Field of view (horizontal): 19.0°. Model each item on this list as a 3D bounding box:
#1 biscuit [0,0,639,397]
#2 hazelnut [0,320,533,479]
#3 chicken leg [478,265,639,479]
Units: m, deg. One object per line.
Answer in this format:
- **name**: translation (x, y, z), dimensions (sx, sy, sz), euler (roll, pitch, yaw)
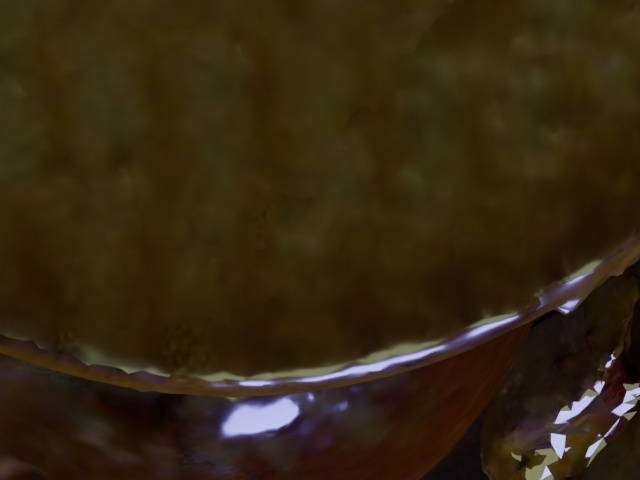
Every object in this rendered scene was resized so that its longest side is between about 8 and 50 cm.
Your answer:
- **biscuit**: translation (-0.020, -0.119, 0.467), dimensions (0.318, 0.040, 0.318), euler (0, 90, -7)
- **hazelnut**: translation (-0.056, 0.000, 0.588), dimensions (0.251, 0.217, 0.217), euler (16, 129, -8)
- **chicken leg**: translation (0.100, 0.146, 0.825), dimensions (0.409, 0.182, 0.295), euler (-5, 108, 24)
